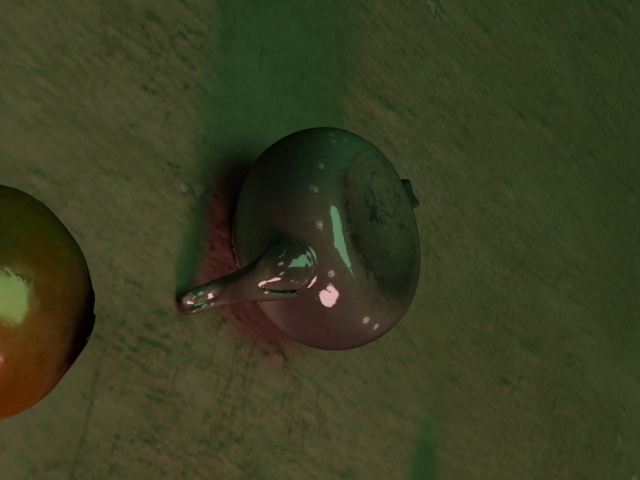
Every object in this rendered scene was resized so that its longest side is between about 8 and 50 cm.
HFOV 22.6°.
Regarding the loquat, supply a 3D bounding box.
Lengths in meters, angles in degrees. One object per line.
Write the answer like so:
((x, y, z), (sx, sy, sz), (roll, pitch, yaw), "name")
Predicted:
((-0.214, 0.038, 0.993), (0.163, 0.137, 0.163), (-14, 108, -49), "loquat")

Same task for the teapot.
((0.000, 0.000, 1.384), (0.294, 0.129, 0.193), (-36, 110, -60), "teapot")
